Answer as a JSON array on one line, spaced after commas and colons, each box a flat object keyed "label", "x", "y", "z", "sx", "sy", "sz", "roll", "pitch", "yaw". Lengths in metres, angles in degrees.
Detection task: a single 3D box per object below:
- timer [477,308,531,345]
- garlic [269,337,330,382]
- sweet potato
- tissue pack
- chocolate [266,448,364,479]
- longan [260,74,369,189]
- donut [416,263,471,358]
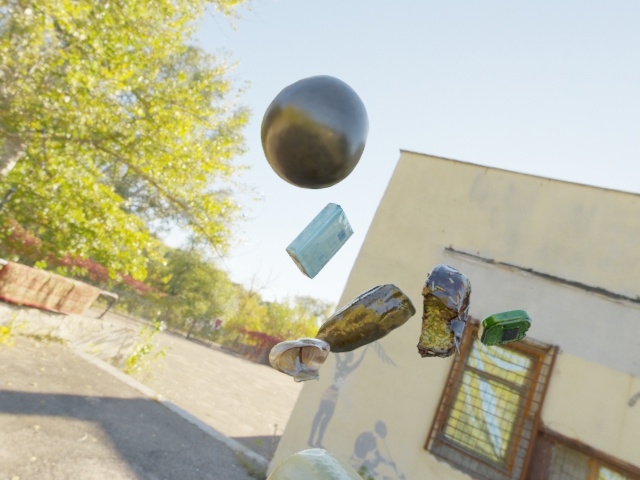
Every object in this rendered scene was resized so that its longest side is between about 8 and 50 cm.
[{"label": "timer", "x": 0.497, "y": 0.238, "z": 1.081, "sx": 0.128, "sy": 0.047, "sz": 0.140, "roll": -11, "pitch": -41, "yaw": 3}, {"label": "garlic", "x": -0.054, "y": 0.313, "z": 1.094, "sx": 0.174, "sy": 0.099, "sz": 0.124, "roll": 5, "pitch": 14, "yaw": -26}, {"label": "sweet potato", "x": 0.123, "y": 0.273, "z": 1.307, "sx": 0.158, "sy": 0.370, "sz": 0.158, "roll": 57, "pitch": 2, "yaw": -3}, {"label": "tissue pack", "x": 0.000, "y": 0.000, "z": 1.529, "sx": 0.089, "sy": 0.263, "sz": 0.177, "roll": 28, "pitch": -22, "yaw": 42}, {"label": "chocolate", "x": -0.005, "y": 0.688, "z": 1.017, "sx": 0.314, "sy": 0.326, "sz": 0.297, "roll": 35, "pitch": 2, "yaw": -28}, {"label": "longan", "x": -0.011, "y": -0.245, "z": 0.926, "sx": 0.258, "sy": 0.258, "sz": 0.258, "roll": 23, "pitch": -14, "yaw": 6}, {"label": "donut", "x": 0.306, "y": 0.175, "z": 0.972, "sx": 0.096, "sy": 0.230, "sz": 0.216, "roll": 8, "pitch": 2, "yaw": 29}]
